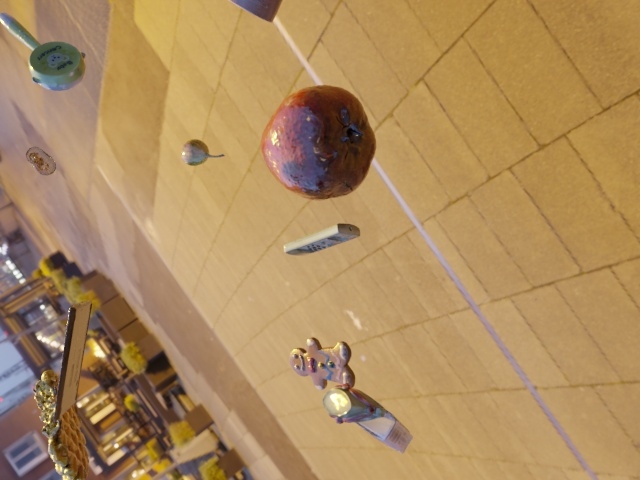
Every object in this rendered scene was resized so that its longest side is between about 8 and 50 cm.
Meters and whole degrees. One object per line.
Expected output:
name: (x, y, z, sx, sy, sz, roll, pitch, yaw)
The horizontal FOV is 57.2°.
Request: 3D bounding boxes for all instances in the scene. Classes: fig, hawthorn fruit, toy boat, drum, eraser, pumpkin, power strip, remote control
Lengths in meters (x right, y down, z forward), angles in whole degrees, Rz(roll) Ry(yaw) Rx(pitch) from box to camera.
fig: (-0.385, -0.294, 1.900, 0.166, 0.093, 0.093, -11, 113, 45)
hawthorn fruit: (-0.029, -0.249, 1.501, 0.369, 0.284, 0.285, 19, 138, 58)
toy boat: (0.060, 0.362, 1.298, 0.071, 0.089, 0.185, 21, 165, -35)
drum: (-0.644, -0.417, 1.312, 0.253, 0.130, 0.049, 27, 150, 7)
eraser: (0.145, 0.448, 1.428, 0.124, 0.068, 0.210, 25, 163, 30)
pumpkin: (-0.725, -0.208, 1.530, 0.083, 0.050, 0.028, 51, 180, -15)
power strip: (-0.178, -0.640, 1.542, 0.154, 0.154, 0.078, 40, 111, 30)
remote control: (0.000, 0.000, 1.684, 0.233, 0.098, 0.038, -21, 71, 40)

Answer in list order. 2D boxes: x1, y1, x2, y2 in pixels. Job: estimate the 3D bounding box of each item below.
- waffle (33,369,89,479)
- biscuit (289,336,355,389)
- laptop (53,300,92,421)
waffle: (-0.667, 0.484, 1.523, 0.312, 0.060, 0.307, 66, 162, 9)
biscuit: (-0.003, 0.315, 1.488, 0.205, 0.031, 0.138, -2, 100, 41)
laptop: (-0.438, 0.208, 1.043, 0.135, 0.016, 0.197, 178, 99, -80)
